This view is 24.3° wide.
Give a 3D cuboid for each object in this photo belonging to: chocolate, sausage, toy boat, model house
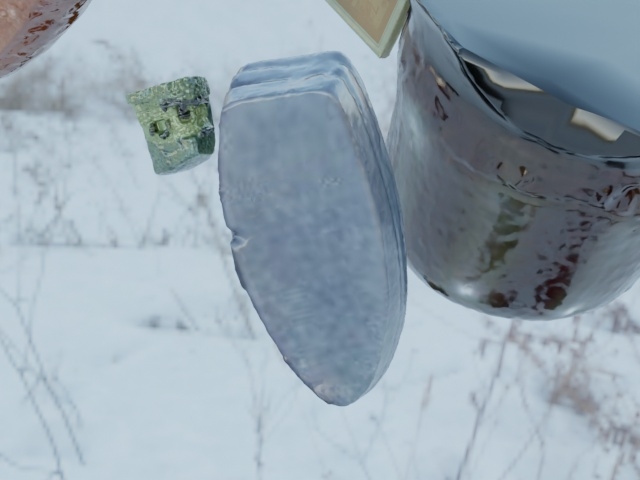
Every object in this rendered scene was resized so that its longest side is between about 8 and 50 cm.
[{"bbox_3d":[0.211,-0.084,1.519,0.384,0.331,0.383,17,33,-11],"label":"chocolate"},{"bbox_3d":[-0.235,-0.218,1.170,0.133,0.258,0.133,20,53,-28],"label":"sausage"},{"bbox_3d":[0.000,0.000,1.140,0.127,0.283,0.078,-9,19,11],"label":"toy boat"},{"bbox_3d":[-0.134,-0.107,1.390,0.079,0.083,0.066,-12,2,27],"label":"model house"}]

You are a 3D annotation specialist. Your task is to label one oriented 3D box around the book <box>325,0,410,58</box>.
[{"bbox_3d":[0.047,-0.346,1.732,0.018,0.170,0.241,1,37,-37],"label":"book"}]
